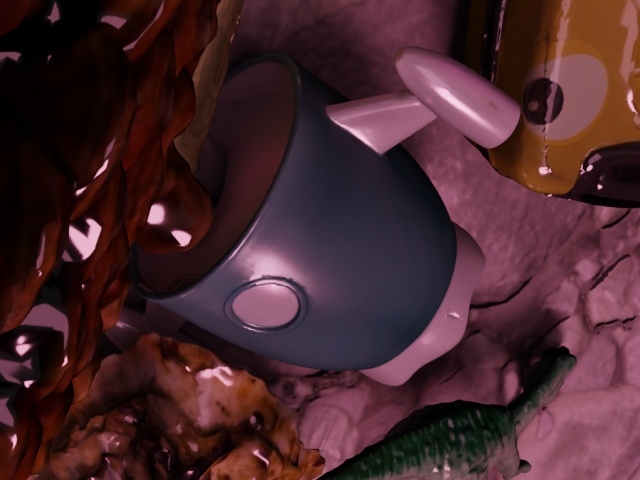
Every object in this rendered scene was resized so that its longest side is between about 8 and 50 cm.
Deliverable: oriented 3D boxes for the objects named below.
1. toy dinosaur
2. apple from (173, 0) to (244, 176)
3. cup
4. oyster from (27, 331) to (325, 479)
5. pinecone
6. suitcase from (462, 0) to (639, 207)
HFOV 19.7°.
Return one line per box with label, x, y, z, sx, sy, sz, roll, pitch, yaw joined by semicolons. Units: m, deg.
toy dinosaur;0.036;0.167;1.131;0.383;0.076;0.129;-25;134;-45
apple;-0.118;-0.179;0.965;0.254;0.179;0.346;0;113;-41
cup;0.000;0.000;1.085;0.173;0.167;0.299;31;126;-29
oyster;-0.125;0.231;1.152;0.204;0.111;0.396;23;115;-31
pinecone;-0.200;-0.085;0.734;0.397;0.398;0.398;-6;112;-16
suitcase;0.188;-0.140;1.099;0.194;0.143;0.235;1;109;-19
